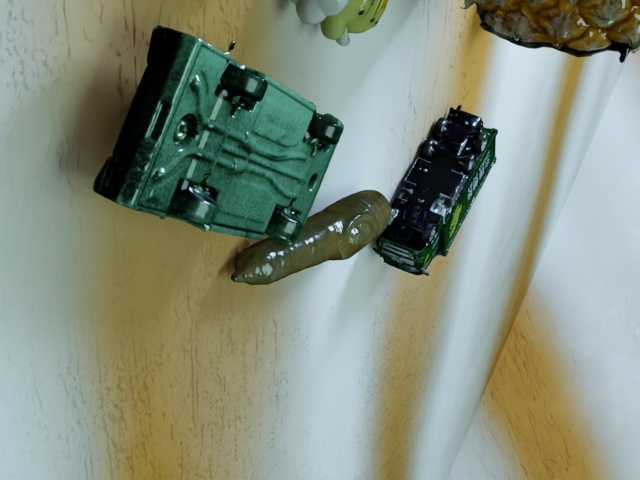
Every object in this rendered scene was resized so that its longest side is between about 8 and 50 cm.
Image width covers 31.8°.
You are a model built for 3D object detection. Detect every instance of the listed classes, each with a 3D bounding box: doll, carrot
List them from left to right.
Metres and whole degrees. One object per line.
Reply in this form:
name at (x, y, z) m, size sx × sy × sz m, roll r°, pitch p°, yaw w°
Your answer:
carrot at (-0.001, -0.001, 1.268) m, size 0.342 × 0.070 × 0.070 m, roll -27°, pitch 137°, yaw -60°
doll at (0.022, -0.240, 1.062) m, size 0.162 × 0.062 × 0.106 m, roll -6°, pitch 113°, yaw -67°

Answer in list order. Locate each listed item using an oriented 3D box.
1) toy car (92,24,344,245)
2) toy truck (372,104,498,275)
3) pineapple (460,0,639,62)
toy car at (-0.075, -0.080, 0.934) m, size 0.141 × 0.097 × 0.320 m, roll -68°, pitch 160°, yaw 3°
toy truck at (0.166, -0.067, 1.600) m, size 0.259 × 0.088 × 0.121 m, roll -58°, pitch 159°, yaw -26°
pineapple at (0.293, -0.399, 1.230) m, size 0.352 × 0.352 × 0.300 m, roll -54°, pitch 147°, yaw -32°
